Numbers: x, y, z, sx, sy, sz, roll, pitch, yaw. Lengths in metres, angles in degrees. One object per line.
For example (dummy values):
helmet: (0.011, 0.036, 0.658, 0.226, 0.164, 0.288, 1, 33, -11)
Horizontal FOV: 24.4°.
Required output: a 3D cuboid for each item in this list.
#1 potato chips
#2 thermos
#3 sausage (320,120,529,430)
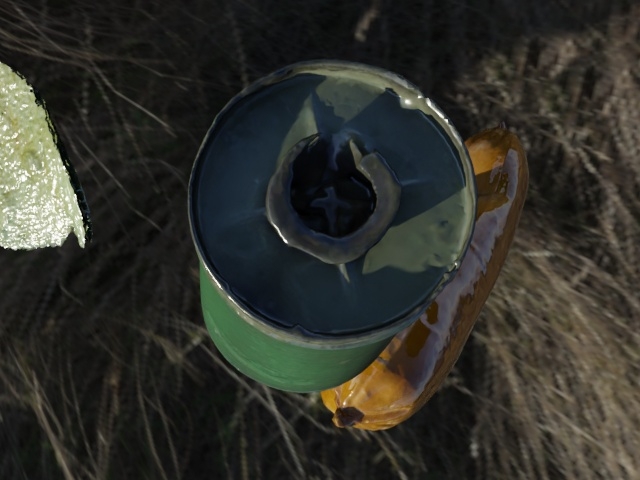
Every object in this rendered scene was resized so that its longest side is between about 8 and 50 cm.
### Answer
potato chips: (-0.246, -0.064, 1.104, 0.026, 0.209, 0.142, -14, 127, -58)
thermos: (-0.004, 0.003, 0.460, 0.073, 0.187, 0.083, 0, 78, -5)
sausage: (0.050, 0.018, 0.655, 0.054, 0.062, 0.183, 50, 48, -21)
